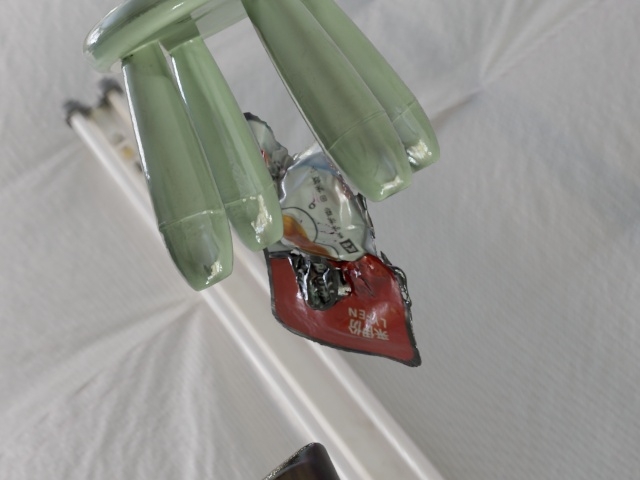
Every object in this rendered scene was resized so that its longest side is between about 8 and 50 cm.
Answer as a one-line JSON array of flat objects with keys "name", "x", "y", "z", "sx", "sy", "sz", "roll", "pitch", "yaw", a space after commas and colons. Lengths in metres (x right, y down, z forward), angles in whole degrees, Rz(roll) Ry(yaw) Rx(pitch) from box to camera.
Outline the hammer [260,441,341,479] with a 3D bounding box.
[{"name": "hammer", "x": 0.049, "y": 0.268, "z": 0.528, "sx": 0.242, "sy": 0.095, "sz": 0.409, "roll": -29, "pitch": -120, "yaw": 2}]

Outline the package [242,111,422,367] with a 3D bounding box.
[{"name": "package", "x": 0.000, "y": 0.000, "z": 1.213, "sx": 0.071, "sy": 0.269, "sz": 0.194, "roll": -42, "pitch": -138, "yaw": -24}]

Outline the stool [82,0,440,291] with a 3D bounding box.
[{"name": "stool", "x": -0.038, "y": -0.098, "z": 0.900, "sx": 0.195, "sy": 0.198, "sz": 0.195, "roll": -29, "pitch": -178, "yaw": 16}]
